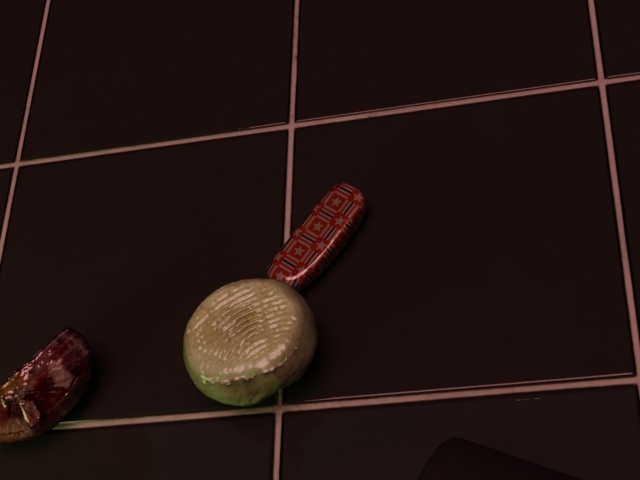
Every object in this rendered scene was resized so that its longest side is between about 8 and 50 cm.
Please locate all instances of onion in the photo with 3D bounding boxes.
[{"bbox_3d":[-0.411,0.226,1.686,0.206,0.151,0.098,-44,91,1],"label":"onion"}]

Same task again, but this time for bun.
[{"bbox_3d":[-0.097,0.151,1.619,0.195,0.118,0.195,-7,53,9],"label":"bun"}]

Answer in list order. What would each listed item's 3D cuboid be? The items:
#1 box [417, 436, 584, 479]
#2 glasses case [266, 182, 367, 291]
[{"bbox_3d":[0.221,0.403,1.380,0.289,0.073,0.290,16,57,24],"label":"box"},{"bbox_3d":[0.000,0.000,1.721,0.073,0.049,0.194,31,73,29],"label":"glasses case"}]
